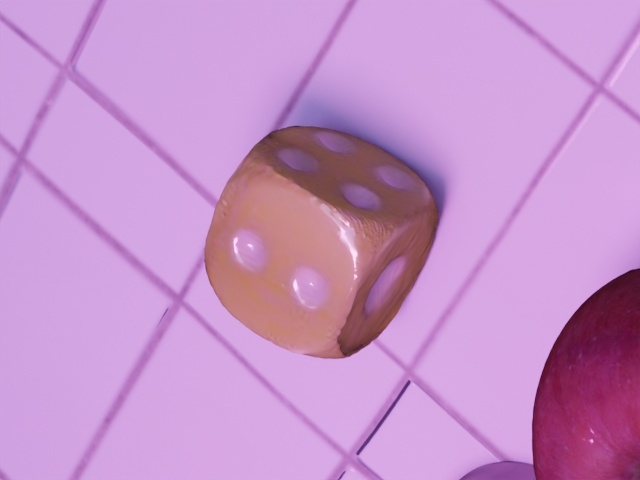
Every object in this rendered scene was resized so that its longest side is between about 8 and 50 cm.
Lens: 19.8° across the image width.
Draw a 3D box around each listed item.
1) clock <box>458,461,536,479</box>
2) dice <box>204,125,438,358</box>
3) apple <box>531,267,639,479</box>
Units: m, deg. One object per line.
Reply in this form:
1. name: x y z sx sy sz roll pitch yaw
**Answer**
1. clock: 0.190 0.323 1.822 0.197 0.068 0.197 10 110 29
2. dice: 0.000 0.000 1.775 0.169 0.166 0.169 32 119 20
3. apple: 0.324 0.171 1.589 0.305 0.235 0.306 13 114 30
